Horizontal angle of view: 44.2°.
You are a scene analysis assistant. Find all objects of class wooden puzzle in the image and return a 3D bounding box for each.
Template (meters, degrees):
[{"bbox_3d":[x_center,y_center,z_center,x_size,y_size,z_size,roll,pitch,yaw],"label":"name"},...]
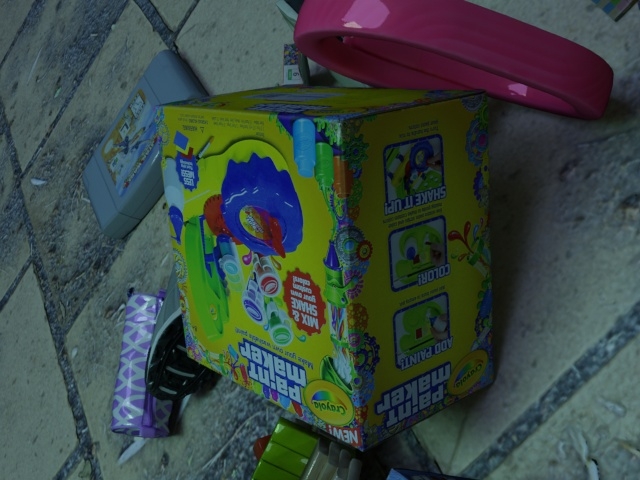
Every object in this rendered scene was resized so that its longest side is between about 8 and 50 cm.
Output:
[{"bbox_3d":[0.292,-0.245,0.767,0.049,0.006,0.083,-46,46,23],"label":"wooden puzzle"}]

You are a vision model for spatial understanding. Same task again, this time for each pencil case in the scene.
[{"bbox_3d":[-0.236,0.171,1.094,0.088,0.086,0.206,-22,60,51],"label":"pencil case"}]

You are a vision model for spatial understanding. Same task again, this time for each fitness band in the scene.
[{"bbox_3d":[0.118,-0.160,0.708,0.209,0.290,0.054,-157,81,-73],"label":"fitness band"}]

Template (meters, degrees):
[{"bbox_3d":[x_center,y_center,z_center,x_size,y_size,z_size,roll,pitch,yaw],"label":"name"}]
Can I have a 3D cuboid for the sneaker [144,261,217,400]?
[{"bbox_3d":[-0.165,0.084,1.061,0.108,0.100,0.272,3,71,58],"label":"sneaker"}]

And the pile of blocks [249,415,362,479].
[{"bbox_3d":[-0.049,0.257,0.702,0.362,0.112,0.149,-68,3,-61],"label":"pile of blocks"}]

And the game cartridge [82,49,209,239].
[{"bbox_3d":[-0.300,-0.158,1.331,0.297,0.062,0.198,-53,39,17],"label":"game cartridge"}]

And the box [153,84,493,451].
[{"bbox_3d":[0.000,0.000,0.766,0.289,0.177,0.279,14,115,49],"label":"box"}]

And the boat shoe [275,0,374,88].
[{"bbox_3d":[0.023,-0.263,1.011,0.079,0.084,0.233,-34,52,0],"label":"boat shoe"}]

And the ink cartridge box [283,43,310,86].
[{"bbox_3d":[-0.033,-0.220,1.028,0.029,0.115,0.063,-2,70,6],"label":"ink cartridge box"}]

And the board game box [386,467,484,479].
[{"bbox_3d":[0.072,0.311,0.647,0.042,0.165,0.243,29,95,49],"label":"board game box"}]
